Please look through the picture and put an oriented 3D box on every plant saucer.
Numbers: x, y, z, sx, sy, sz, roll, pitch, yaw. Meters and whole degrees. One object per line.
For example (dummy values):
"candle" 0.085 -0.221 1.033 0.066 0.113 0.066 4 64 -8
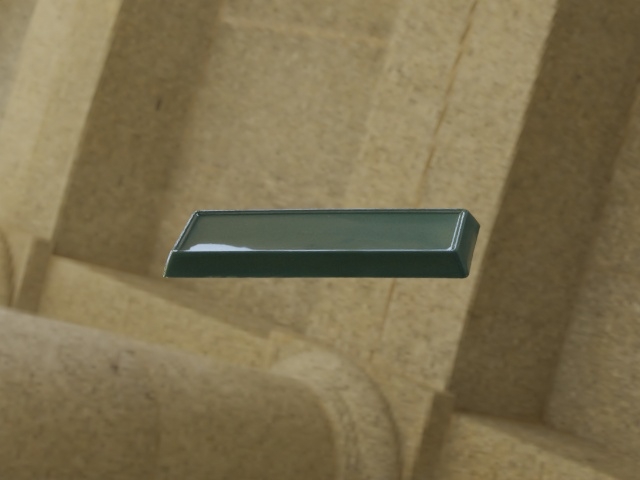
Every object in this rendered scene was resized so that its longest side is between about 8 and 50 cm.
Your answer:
"plant saucer" 0.000 0.000 0.888 0.192 0.067 0.018 -1 -60 14
